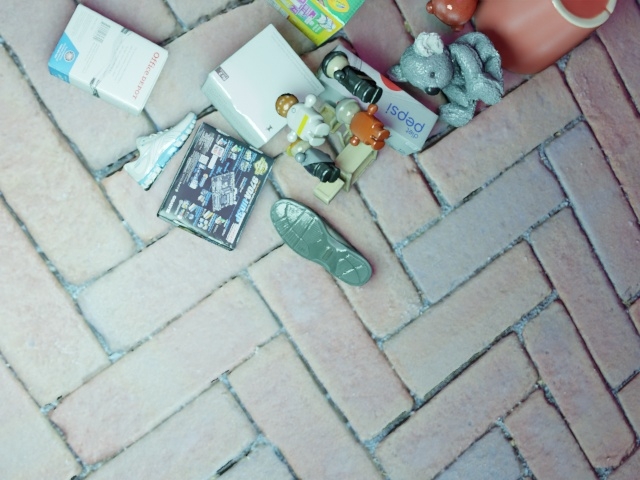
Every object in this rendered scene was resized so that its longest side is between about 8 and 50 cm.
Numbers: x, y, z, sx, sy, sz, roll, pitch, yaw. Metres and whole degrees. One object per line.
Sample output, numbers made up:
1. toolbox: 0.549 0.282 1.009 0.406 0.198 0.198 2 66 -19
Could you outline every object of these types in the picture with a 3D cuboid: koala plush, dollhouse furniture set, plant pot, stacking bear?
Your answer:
1. koala plush: 0.277 -0.396 1.533 0.221 0.196 0.203 6 74 -18
2. dollhouse furniture set: 0.012 -0.181 1.491 0.161 0.101 0.182 38 75 12
3. plant pot: 0.544 -0.562 1.594 0.274 0.243 0.275 1 88 -18
4. stacking bear: 0.367 -0.632 1.548 0.175 0.164 0.289 28 116 -16

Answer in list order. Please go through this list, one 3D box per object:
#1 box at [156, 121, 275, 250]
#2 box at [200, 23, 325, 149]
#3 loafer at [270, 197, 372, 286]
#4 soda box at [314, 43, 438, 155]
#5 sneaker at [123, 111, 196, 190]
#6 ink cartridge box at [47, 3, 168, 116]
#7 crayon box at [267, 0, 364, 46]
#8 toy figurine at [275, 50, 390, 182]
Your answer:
1. box: -0.219 -0.113 1.409 0.175 0.051 0.220 26 79 -16
2. box: -0.124 -0.320 1.416 0.182 0.119 0.181 -44 102 -16
3. loafer: 0.000 0.000 1.478 0.267 0.084 0.096 40 107 -10
4. soda box: 0.119 -0.313 1.515 0.286 0.091 0.098 33 77 -15
5. sneaker: -0.329 -0.199 1.368 0.083 0.071 0.191 38 76 -8
6. ink cartridge box: -0.421 -0.355 1.334 0.190 0.082 0.140 26 80 -18
7. crayon box: -0.018 -0.502 1.374 0.165 0.278 0.081 39 89 -14
8. toy figurine: 0.019 -0.246 1.348 0.209 0.213 0.148 -38 59 -8
